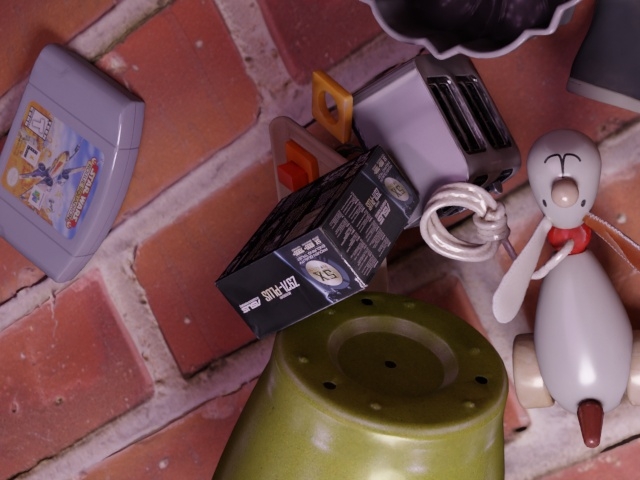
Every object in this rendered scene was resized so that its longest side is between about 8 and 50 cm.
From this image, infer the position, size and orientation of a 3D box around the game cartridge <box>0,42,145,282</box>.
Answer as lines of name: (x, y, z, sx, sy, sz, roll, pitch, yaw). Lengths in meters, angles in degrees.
game cartridge: (-0.359, -0.100, 1.757, 0.198, 0.062, 0.297, 37, 114, 27)

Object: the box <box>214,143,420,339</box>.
box: (0.000, 0.000, 1.272, 0.147, 0.180, 0.077, -28, 106, 34)

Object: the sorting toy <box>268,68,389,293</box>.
sorting toy: (-0.002, -0.030, 1.432, 0.196, 0.047, 0.348, 35, 140, 47)

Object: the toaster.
toaster: (0.123, -0.117, 1.390, 0.110, 0.168, 0.186, -31, 81, 28)

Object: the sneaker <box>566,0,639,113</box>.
sneaker: (0.363, -0.183, 1.278, 0.222, 0.083, 0.118, 20, 106, 29)

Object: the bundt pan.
bundt pan: (0.183, -0.355, 1.339, 0.331, 0.124, 0.331, 4, 97, 31)

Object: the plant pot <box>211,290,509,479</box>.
plant pot: (0.044, 0.258, 1.324, 0.366, 0.366, 0.353, 28, 125, 26)

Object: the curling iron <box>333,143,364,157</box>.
curling iron: (-0.017, -0.015, 1.562, 0.068, 0.035, 0.274, 39, 117, 1)

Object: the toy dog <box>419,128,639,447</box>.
toy dog: (0.253, 0.072, 1.260, 0.220, 0.161, 0.334, -26, 116, 22)
